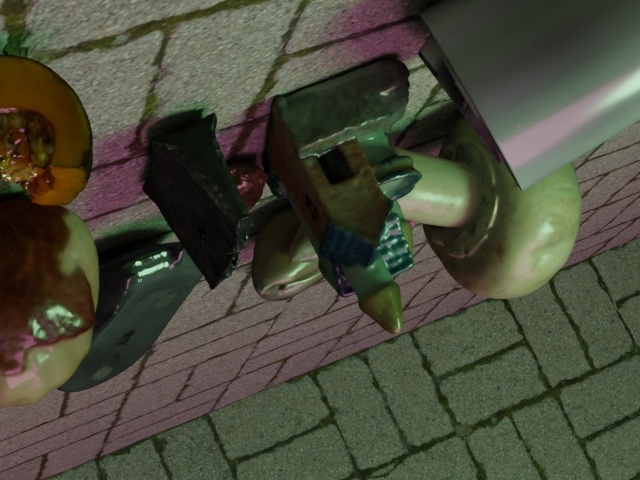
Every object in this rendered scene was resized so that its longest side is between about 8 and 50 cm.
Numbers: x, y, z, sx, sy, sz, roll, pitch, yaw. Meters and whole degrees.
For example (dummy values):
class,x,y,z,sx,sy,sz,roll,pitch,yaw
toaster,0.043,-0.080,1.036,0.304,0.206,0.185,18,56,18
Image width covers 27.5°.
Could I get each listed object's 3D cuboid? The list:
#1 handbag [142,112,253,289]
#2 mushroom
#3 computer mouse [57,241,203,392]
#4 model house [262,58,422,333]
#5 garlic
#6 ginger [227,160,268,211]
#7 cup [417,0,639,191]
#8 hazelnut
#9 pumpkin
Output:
class,x,y,z,sx,sy,sz,roll,pitch,yaw
handbag,-0.147,-0.044,1.645,0.088,0.175,0.270,-23,168,-18
mushroom,0.225,-0.068,2.033,0.336,0.314,0.314,7,151,-25
computer mouse,-0.309,0.094,1.983,0.188,0.122,0.371,-15,156,-48
model house,0.072,-0.034,1.765,0.194,0.325,0.267,-21,165,-13
garlic,0.001,0.001,2.162,0.325,0.132,0.279,-22,165,-26
ginger,-0.113,-0.071,1.869,0.069,0.051,0.173,-19,163,-12
cup,0.321,-0.245,1.584,0.371,0.253,0.253,-29,166,7
hazelnut,-0.394,0.066,1.599,0.241,0.261,0.261,17,147,-21
pumpkin,-0.344,-0.103,1.237,0.248,0.126,0.131,0,166,-18
